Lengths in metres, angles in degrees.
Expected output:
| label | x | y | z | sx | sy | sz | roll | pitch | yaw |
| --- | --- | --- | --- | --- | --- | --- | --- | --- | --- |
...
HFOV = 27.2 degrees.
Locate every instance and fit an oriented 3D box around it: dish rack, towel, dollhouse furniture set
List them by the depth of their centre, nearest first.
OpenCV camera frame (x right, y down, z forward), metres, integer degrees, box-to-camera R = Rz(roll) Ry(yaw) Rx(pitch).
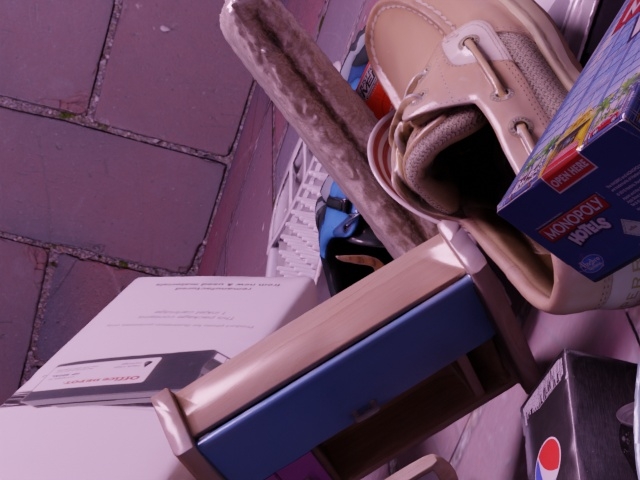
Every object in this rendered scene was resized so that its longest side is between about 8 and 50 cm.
| label | x | y | z | sx | sy | sz | roll | pitch | yaw |
| --- | --- | --- | --- | --- | --- | --- | --- | --- | --- |
| dollhouse furniture set | 0.085 | 0.198 | 0.718 | 0.303 | 0.198 | 0.286 | 59 | 180 | 42 |
| towel | 0.027 | -0.058 | 0.914 | 0.049 | 0.282 | 0.187 | -38 | 9 | 0 |
| dish rack | 0.000 | 0.000 | 1.469 | 0.285 | 0.072 | 0.333 | 117 | 164 | -48 |

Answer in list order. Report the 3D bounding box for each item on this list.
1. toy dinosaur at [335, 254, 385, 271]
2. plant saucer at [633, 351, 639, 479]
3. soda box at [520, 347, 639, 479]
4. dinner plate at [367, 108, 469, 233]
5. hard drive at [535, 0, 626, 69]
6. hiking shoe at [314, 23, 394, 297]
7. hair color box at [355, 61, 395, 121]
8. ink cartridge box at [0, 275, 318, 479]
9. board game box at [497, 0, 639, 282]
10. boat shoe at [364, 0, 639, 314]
| label | x | y | z | sx | sy | sz | roll | pitch | yaw |
| --- | --- | --- | --- | --- | --- | --- | --- | --- | --- |
| toy dinosaur | 0.060 | 0.061 | 1.043 | 0.112 | 0.064 | 0.211 | -85 | -14 | -55 |
| plant saucer | 0.182 | 0.041 | 0.513 | 0.195 | 0.037 | 0.195 | -165 | 90 | -81 |
| soda box | 0.132 | 0.132 | 0.595 | 0.169 | 0.060 | 0.053 | -87 | 14 | -44 |
| dinner plate | 0.098 | -0.043 | 0.808 | 0.141 | 0.141 | 0.017 | -87 | 3 | -49 |
| hard drive | 0.168 | -0.206 | 0.874 | 0.339 | 0.064 | 0.237 | -116 | 41 | -73 |
| hiking shoe | 0.064 | -0.058 | 1.151 | 0.304 | 0.113 | 0.132 | 101 | 171 | -50 |
| hair color box | 0.090 | -0.077 | 0.911 | 0.141 | 0.072 | 0.043 | 49 | 124 | 40 |
| ink cartridge box | -0.112 | 0.225 | 0.922 | 0.395 | 0.166 | 0.285 | -53 | -42 | -65 |
| board game box | 0.177 | -0.100 | 0.544 | 0.194 | 0.060 | 0.194 | -59 | 8 | -29 |
| boat shoe | 0.085 | -0.061 | 0.716 | 0.302 | 0.098 | 0.109 | -127 | 29 | -48 |
